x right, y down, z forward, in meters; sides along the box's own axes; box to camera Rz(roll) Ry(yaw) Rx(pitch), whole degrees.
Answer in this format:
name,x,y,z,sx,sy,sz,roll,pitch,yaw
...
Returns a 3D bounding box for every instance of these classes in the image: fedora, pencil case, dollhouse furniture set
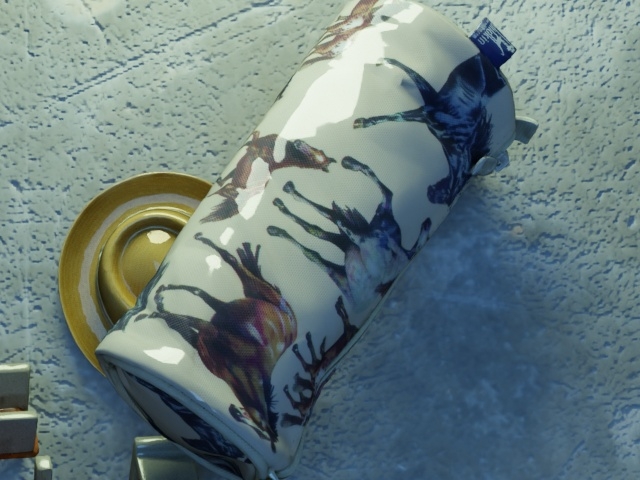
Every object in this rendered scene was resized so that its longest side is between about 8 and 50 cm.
name,x,y,z,sx,sy,sz,roll,pitch,yaw
fedora,-0.122,0.036,1.404,0.194,0.079,0.194,0,84,-2
pencil case,0.000,0.000,1.318,0.183,0.160,0.410,29,65,11
dollhouse furniture set,-0.216,0.231,1.316,0.259,0.135,0.262,-2,40,-16
